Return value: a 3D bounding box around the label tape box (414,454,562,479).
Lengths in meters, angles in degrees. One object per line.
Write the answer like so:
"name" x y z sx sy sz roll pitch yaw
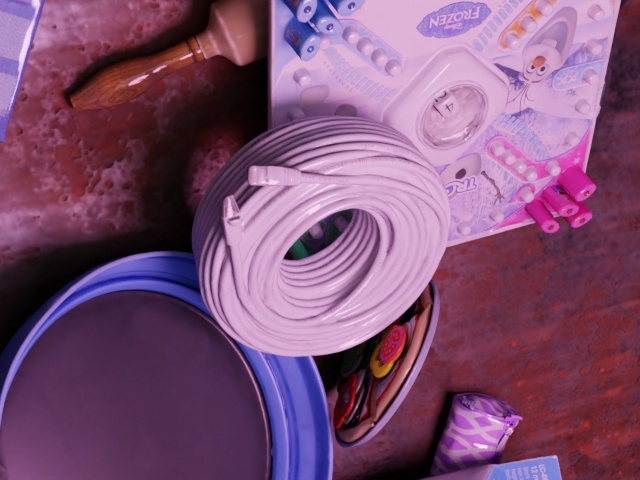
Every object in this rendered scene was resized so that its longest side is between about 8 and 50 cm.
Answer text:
"label tape box" 0.122 0.400 1.423 0.348 0.115 0.249 -13 112 8

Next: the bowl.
"bowl" -0.157 0.208 1.246 0.391 0.077 0.391 10 75 -40

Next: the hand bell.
"hand bell" -0.129 -0.181 1.234 0.242 0.126 0.126 -26 114 -4

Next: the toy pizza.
"toy pizza" 0.061 0.123 1.345 0.032 0.201 0.201 28 92 -12

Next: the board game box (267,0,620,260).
"board game box" 0.136 -0.127 1.299 0.390 0.050 0.390 -15 133 -19

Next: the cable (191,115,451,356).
"cable" 0.000 0.000 1.231 0.257 0.089 0.257 -9 132 -26

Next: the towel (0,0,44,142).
"towel" -0.388 -0.218 1.130 0.285 0.034 0.209 16 98 -28

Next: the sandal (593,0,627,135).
"sandal" 0.289 -0.307 1.374 0.167 0.107 0.445 -7 108 -22

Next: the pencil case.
"pencil case" 0.175 0.279 1.500 0.086 0.088 0.206 1 108 -49
